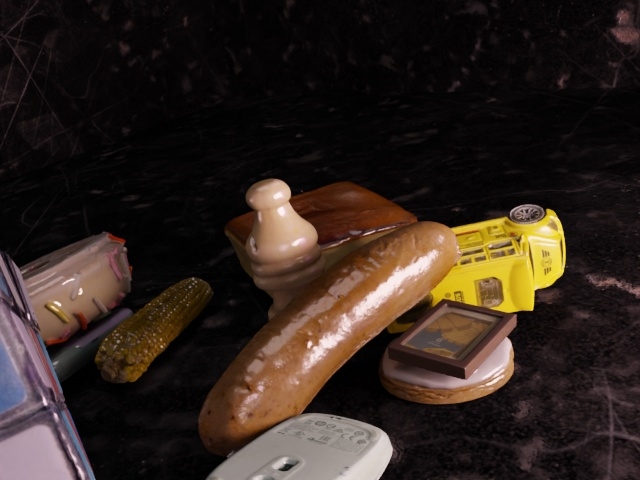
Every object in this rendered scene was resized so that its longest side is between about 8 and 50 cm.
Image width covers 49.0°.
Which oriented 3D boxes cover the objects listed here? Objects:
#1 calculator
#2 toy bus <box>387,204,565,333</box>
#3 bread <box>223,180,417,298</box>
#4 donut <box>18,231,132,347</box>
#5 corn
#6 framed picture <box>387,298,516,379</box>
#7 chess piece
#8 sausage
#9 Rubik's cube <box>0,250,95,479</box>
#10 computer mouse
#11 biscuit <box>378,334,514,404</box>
[{"bbox_3d":[-0.445,0.199,1.289,0.141,0.045,0.246,-18,15,38],"label":"calculator"},{"bbox_3d":[0.260,0.054,1.205,0.330,0.144,0.152,-12,30,7],"label":"toy bus"},{"bbox_3d":[0.000,0.000,1.467,0.323,0.143,0.333,-21,24,-20],"label":"bread"},{"bbox_3d":[-0.537,0.118,1.359,0.382,0.143,0.383,-23,13,6],"label":"donut"},{"bbox_3d":[-0.303,0.159,1.302,0.096,0.097,0.320,-1,23,25],"label":"corn"},{"bbox_3d":[0.198,0.142,1.048,0.127,0.023,0.168,10,28,38],"label":"framed picture"},{"bbox_3d":[-0.047,0.044,1.157,0.138,0.307,0.124,-7,23,13],"label":"chess piece"},{"bbox_3d":[0.021,0.119,1.026,0.501,0.136,0.123,-41,0,-23],"label":"sausage"},{"bbox_3d":[-0.477,0.208,0.779,0.362,0.363,0.359,-21,-6,-22],"label":"Rubik's cube"},{"bbox_3d":[-0.029,0.295,0.821,0.159,0.097,0.288,4,9,30],"label":"computer mouse"},{"bbox_3d":[0.190,0.177,1.067,0.208,0.049,0.181,-9,21,2],"label":"biscuit"}]
